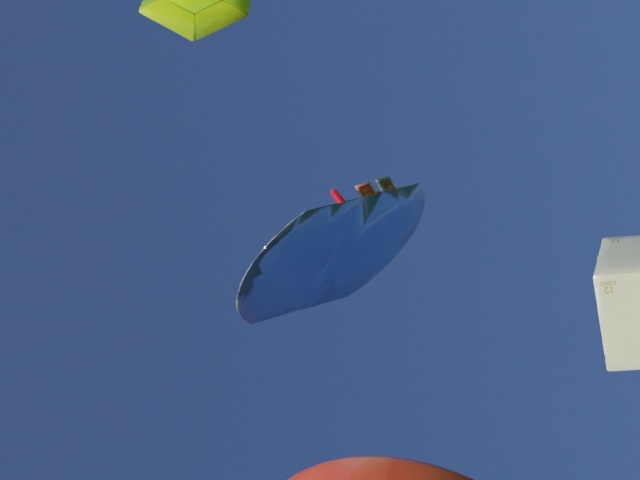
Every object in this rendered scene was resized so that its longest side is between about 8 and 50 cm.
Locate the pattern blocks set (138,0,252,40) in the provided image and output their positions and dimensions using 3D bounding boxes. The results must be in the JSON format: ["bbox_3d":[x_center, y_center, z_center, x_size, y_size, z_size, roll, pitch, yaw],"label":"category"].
[{"bbox_3d":[-0.137,-0.247,1.133,0.285,0.324,0.026,48,-154,-28],"label":"pattern blocks set"}]

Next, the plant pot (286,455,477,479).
[{"bbox_3d":[0.040,0.340,1.310,0.275,0.275,0.243,50,-143,-17],"label":"plant pot"}]

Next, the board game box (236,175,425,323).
[{"bbox_3d":[0.000,0.000,1.336,0.168,0.133,0.033,-14,-123,-37],"label":"board game box"}]

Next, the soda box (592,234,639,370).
[{"bbox_3d":[0.292,0.033,1.145,0.069,0.216,0.074,-59,-40,-63],"label":"soda box"}]
